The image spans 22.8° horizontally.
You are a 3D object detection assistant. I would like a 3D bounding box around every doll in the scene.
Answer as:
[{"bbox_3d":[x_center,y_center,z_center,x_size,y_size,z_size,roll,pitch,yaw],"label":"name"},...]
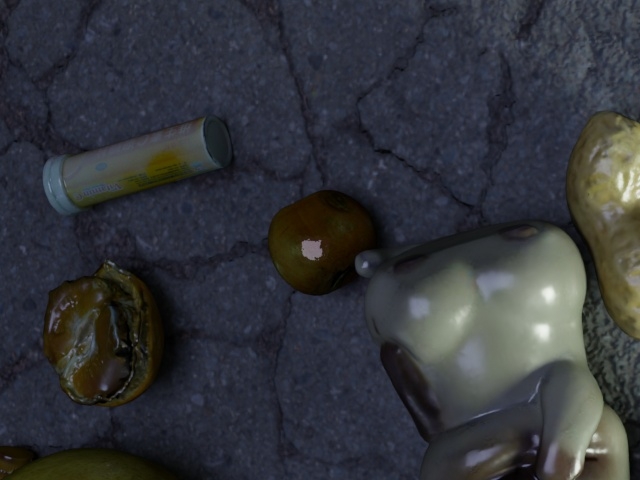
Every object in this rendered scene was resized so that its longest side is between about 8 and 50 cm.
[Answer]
[{"bbox_3d":[0.173,0.143,1.527,0.215,0.226,0.370,-16,76,-11],"label":"doll"}]

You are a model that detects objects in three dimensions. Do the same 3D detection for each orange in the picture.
[{"bbox_3d":[-0.238,0.112,1.801,0.160,0.112,0.169,-5,65,39],"label":"orange"}]

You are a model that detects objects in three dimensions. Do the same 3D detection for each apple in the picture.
[{"bbox_3d":[0.000,0.000,1.678,0.114,0.099,0.102,-42,70,26],"label":"apple"}]

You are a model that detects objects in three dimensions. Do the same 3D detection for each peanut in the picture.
[{"bbox_3d":[0.296,-0.012,1.519,0.103,0.098,0.229,-24,81,29],"label":"peanut"}]

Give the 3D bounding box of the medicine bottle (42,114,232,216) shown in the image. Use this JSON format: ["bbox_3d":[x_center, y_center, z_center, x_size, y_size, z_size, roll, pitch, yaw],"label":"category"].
[{"bbox_3d":[-0.207,-0.086,1.803,0.218,0.074,0.074,-14,84,25],"label":"medicine bottle"}]

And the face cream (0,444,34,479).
[{"bbox_3d":[-0.385,0.338,1.916,0.072,0.051,0.182,16,100,28],"label":"face cream"}]

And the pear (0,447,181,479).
[{"bbox_3d":[-0.277,0.373,1.729,0.304,0.304,0.303,1,91,28],"label":"pear"}]
